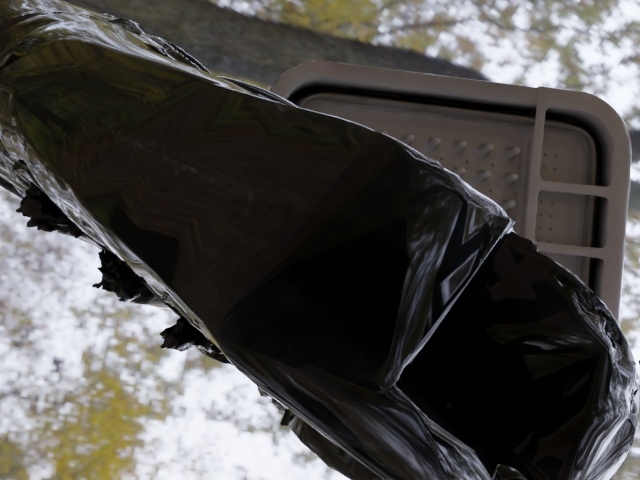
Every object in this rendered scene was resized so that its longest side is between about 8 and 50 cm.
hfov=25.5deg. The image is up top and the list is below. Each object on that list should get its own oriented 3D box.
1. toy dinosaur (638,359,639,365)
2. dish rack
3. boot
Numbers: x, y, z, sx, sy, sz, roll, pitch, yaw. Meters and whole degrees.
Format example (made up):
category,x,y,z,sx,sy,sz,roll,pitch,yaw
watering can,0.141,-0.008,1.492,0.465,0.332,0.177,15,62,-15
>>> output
category,x,y,z,sx,sy,sz,roll,pitch,yaw
toy dinosaur,0.302,0.162,0.927,0.112,0.211,0.064,-25,-157,54
dish rack,0.101,-0.002,1.262,0.072,0.333,0.285,156,-60,-80
boot,-0.002,0.000,0.724,0.445,0.367,0.146,24,-87,52
